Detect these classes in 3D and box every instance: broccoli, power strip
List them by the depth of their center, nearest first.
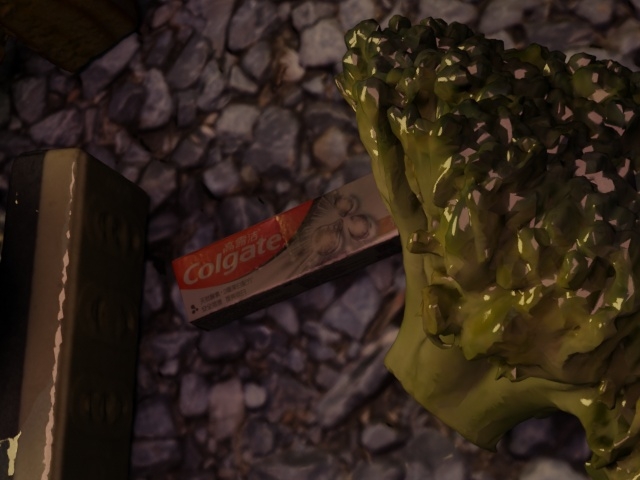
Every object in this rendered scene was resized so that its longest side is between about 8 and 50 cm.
[{"bbox_3d":[0.108,0.017,0.492,0.245,0.248,0.288,-60,35,19],"label":"broccoli"},{"bbox_3d":[-0.180,0.069,0.648,0.070,0.105,0.257,-3,75,18],"label":"power strip"}]

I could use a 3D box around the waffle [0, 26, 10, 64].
[{"bbox_3d":[-0.388,-0.140,0.692,0.283,0.309,0.065,3,109,59],"label":"waffle"}]

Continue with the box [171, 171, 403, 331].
[{"bbox_3d":[0.000,0.000,0.634,0.218,0.039,0.055,-22,69,14],"label":"box"}]

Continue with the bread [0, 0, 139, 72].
[{"bbox_3d":[-0.265,-0.260,0.707,0.110,0.234,0.184,-41,64,10],"label":"bread"}]
